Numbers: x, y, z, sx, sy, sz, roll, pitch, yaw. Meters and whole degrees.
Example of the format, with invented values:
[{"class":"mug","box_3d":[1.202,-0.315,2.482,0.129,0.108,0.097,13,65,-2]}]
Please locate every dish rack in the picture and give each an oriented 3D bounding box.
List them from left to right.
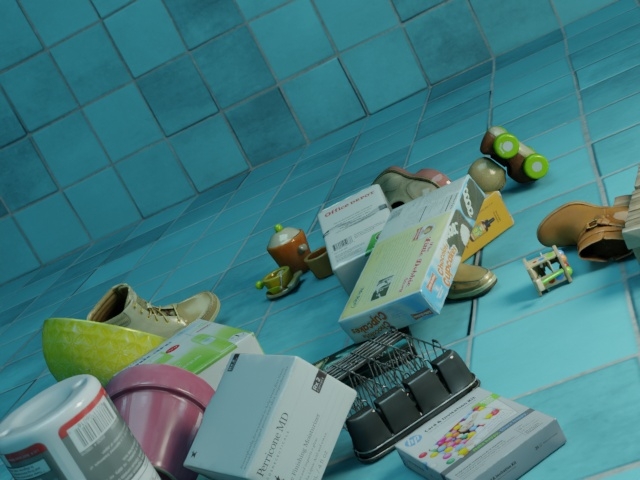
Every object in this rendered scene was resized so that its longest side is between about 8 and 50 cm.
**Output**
[{"class":"dish rack","box_3d":[0.089,0.216,1.590,0.208,0.074,0.271,-31,13,-16]}]

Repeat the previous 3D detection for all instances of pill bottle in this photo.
[{"class":"pill bottle","box_3d":[-0.304,0.339,1.447,0.161,0.283,0.161,-26,14,7]}]

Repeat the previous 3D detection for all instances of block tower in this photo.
[{"class":"block tower","box_3d":[0.541,-0.052,1.649,0.091,0.097,0.335,-20,14,29]}]

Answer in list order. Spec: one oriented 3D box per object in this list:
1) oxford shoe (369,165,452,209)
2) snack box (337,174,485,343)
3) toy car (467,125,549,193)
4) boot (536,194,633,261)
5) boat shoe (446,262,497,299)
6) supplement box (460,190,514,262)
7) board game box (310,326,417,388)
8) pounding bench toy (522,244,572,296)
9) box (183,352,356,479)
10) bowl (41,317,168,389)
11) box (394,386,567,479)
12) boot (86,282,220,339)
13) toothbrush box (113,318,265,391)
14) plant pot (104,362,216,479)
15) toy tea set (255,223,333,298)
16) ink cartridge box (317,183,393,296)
[{"class":"oxford shoe","box_3d":[0.172,-0.085,2.386,0.130,0.123,0.348,-44,13,-17]},{"class":"snack box","box_3d":[0.163,0.029,1.854,0.187,0.060,0.322,-25,25,40]},{"class":"toy car","box_3d":[0.371,-0.132,2.249,0.188,0.149,0.155,-55,6,11]},{"class":"boot","box_3d":[0.432,-0.007,1.736,0.197,0.073,0.152,-22,19,32]},{"class":"boat shoe","box_3d":[0.227,0.060,1.869,0.068,0.072,0.190,-37,17,-33]},{"class":"supplement box","box_3d":[0.257,-0.005,2.035,0.233,0.078,0.080,-33,12,-23]},{"class":"board game box","box_3d":[0.068,0.200,1.770,0.186,0.026,0.126,-26,15,6]},{"class":"pounding bench toy","box_3d":[0.365,0.051,1.688,0.065,0.052,0.083,-25,15,10]},{"class":"box","box_3d":[-0.072,0.262,1.483,0.182,0.119,0.181,-6,55,55]},{"class":"bowl","box_3d":[-0.430,0.264,2.134,0.289,0.289,0.156,-9,65,51]},{"class":"box","box_3d":[0.195,0.253,1.328,0.145,0.038,0.186,-32,14,-16]},{"class":"boot","box_3d":[-0.362,0.156,2.332,0.262,0.203,0.095,-31,47,-4]},{"class":"toothbrush box","box_3d":[-0.228,0.255,1.934,0.206,0.122,0.283,-33,14,-21]},{"class":"plant pot","box_3d":[-0.259,0.323,1.651,0.201,0.201,0.180,-23,31,19]},{"class":"toy tea set","box_3d":[0.000,0.000,2.390,0.336,0.124,0.200,-23,15,17]},{"class":"ink cartridge box","box_3d":[0.090,-0.003,2.186,0.153,0.087,0.208,-26,35,8]}]
